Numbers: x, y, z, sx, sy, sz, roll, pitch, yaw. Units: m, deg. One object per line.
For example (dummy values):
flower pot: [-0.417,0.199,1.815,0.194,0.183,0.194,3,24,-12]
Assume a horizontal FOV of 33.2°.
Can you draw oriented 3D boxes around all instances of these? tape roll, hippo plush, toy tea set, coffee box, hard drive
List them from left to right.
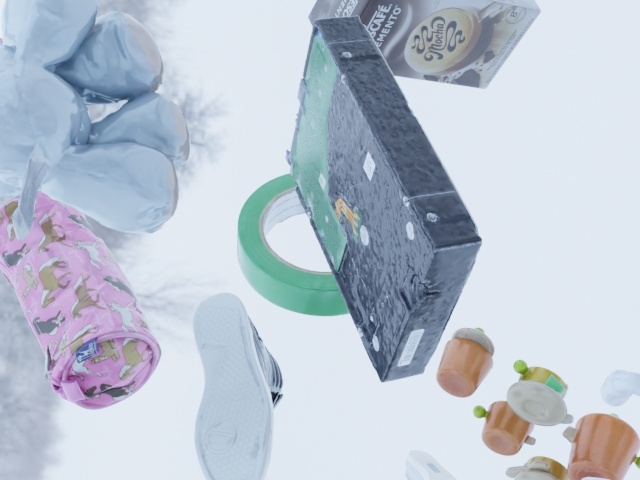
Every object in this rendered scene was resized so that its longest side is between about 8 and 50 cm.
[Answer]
hippo plush: [-0.274,-0.070,0.957,0.236,0.234,0.294,-23,-148,34]
tape roll: [0.000,0.000,2.064,0.077,0.321,0.321,95,-7,-46]
hard drive: [0.056,-0.049,1.174,0.237,0.064,0.339,105,-32,-48]
coffee box: [0.154,-0.339,1.610,0.168,0.297,0.119,-57,-137,40]
toy tea set: [0.318,0.241,1.552,0.200,0.336,0.124,-19,-153,45]

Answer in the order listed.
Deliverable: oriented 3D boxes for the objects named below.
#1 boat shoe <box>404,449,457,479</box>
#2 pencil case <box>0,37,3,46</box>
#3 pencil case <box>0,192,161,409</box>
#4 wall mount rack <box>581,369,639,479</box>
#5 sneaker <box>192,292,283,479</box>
boat shoe: [0.201,0.448,1.942,0.184,0.066,0.063,37,-62,56]
pencil case: [-0.533,-0.289,1.729,0.236,0.104,0.105,42,47,-55]
pencil case: [-0.399,0.083,1.704,0.160,0.167,0.386,-51,-131,17]
wall mount rack: [0.276,0.069,0.747,0.350,0.130,0.304,-63,157,-18]
sneaker: [-0.092,0.221,1.377,0.147,0.104,0.296,60,14,-49]
